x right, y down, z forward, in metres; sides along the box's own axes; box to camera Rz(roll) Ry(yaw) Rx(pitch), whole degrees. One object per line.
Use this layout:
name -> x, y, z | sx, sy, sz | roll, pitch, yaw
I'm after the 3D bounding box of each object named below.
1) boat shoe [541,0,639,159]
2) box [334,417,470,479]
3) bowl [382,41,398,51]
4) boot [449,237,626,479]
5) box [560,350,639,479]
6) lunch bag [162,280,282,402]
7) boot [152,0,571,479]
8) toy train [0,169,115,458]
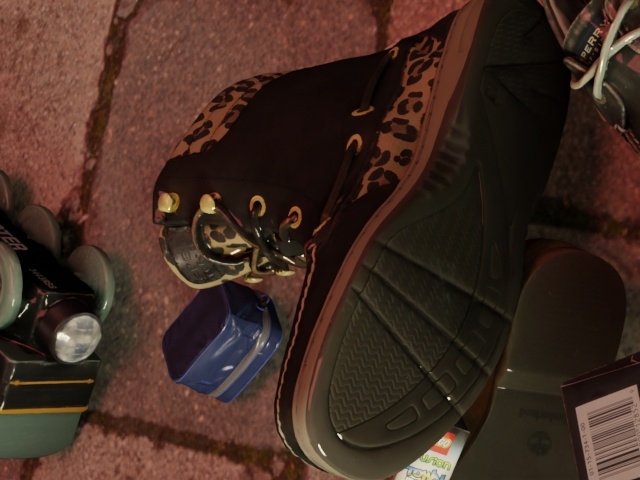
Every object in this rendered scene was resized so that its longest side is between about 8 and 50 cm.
boat shoe -> 0.210, -0.124, 1.269 | 0.121, 0.119, 0.335 | -57, 36, 31
box -> 0.051, 0.145, 1.354 | 0.207, 0.036, 0.114 | -110, 42, -74
bowl -> 0.071, -0.064, 1.462 | 0.142, 0.053, 0.142 | -55, 50, 17
boot -> 0.126, 0.144, 1.347 | 0.115, 0.112, 0.305 | -144, 72, -71
box -> 0.262, 0.187, 1.132 | 0.163, 0.142, 0.247 | -27, 58, 34
lunch bag -> -0.074, 0.079, 1.552 | 0.098, 0.065, 0.067 | -49, 36, 24
boot -> 0.000, 0.000, 1.330 | 0.284, 0.138, 0.377 | -8, 51, 45
toy train -> -0.314, 0.054, 1.738 | 0.334, 0.142, 0.190 | 35, 113, 43
